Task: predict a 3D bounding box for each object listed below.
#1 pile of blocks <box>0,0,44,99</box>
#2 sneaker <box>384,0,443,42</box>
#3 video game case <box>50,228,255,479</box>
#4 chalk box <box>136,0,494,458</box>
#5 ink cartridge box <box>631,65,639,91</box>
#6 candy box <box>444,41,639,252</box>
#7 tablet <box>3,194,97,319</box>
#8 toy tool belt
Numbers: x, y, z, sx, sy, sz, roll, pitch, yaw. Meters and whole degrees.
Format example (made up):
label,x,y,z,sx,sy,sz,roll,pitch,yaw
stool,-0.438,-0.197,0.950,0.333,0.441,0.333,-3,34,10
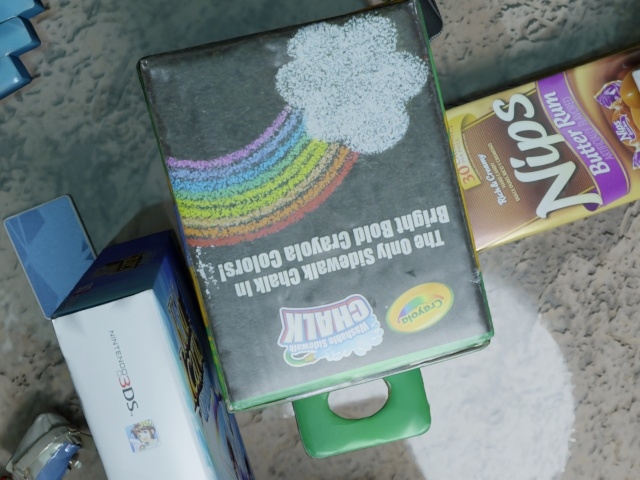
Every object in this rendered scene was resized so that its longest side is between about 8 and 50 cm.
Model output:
label,x,y,z,sx,sy,sz,roll,pitch,yaw
pile of blocks,-0.242,-0.195,0.729,0.149,0.112,0.362,8,97,-5
sneaker,0.069,-0.235,0.770,0.078,0.067,0.188,-6,95,3
video game case,-0.090,0.128,0.704,0.061,0.269,0.244,-18,99,-3
chalk box,0.000,0.000,0.742,0.180,0.179,0.289,-13,99,-3
ink cartridge box,0.341,-0.062,0.772,0.160,0.092,0.219,-33,101,-29
candy box,0.178,-0.071,0.808,0.186,0.053,0.109,-19,99,-1
tablet,-0.197,0.013,0.813,0.054,0.006,0.083,-22,98,-1
toy tool belt,-0.205,0.171,0.811,0.051,0.052,0.083,32,95,1
